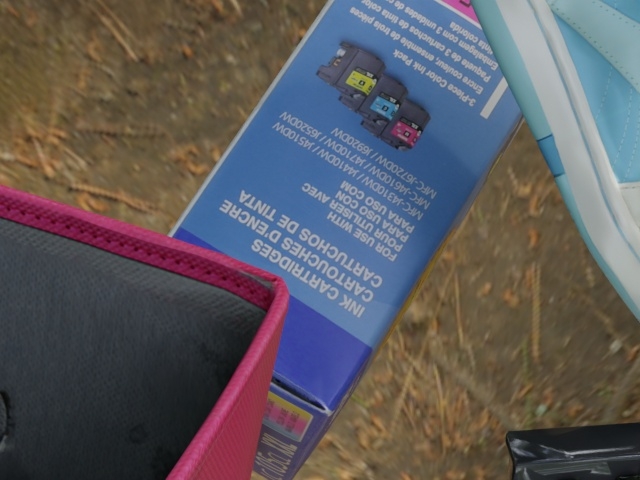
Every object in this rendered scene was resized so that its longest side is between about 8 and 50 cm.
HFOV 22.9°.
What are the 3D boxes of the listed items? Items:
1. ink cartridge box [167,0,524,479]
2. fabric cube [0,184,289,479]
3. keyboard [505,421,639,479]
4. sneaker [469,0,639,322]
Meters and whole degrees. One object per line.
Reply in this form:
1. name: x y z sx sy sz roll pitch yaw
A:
1. ink cartridge box: 0.000 0.000 1.072 0.151 0.270 0.395 33 72 5
2. fabric cube: -0.179 0.135 0.387 0.259 0.254 0.258 17 118 11
3. keyboard: 0.251 0.117 0.842 0.317 0.033 0.201 -3 112 -11
4. sneaker: 0.221 -0.093 0.860 0.208 0.127 0.319 -25 102 20
